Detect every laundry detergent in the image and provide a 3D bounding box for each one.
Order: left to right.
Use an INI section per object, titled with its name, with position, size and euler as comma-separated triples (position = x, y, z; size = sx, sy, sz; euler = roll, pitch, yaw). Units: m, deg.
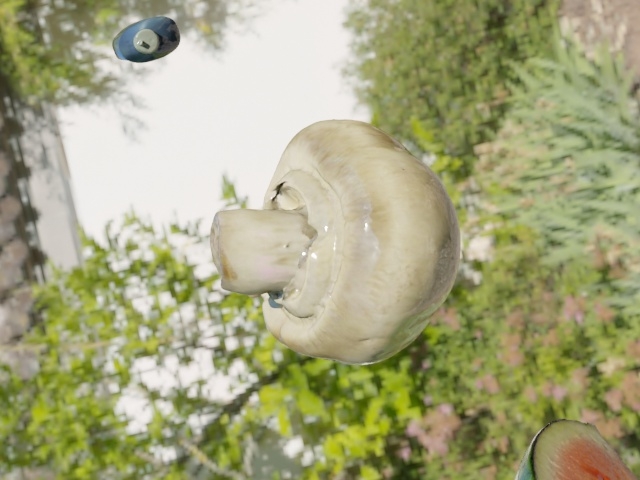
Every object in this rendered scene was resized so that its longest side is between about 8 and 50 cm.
[laundry detergent]
position = -0.253, -0.290, 1.720
size = 0.206, 0.096, 0.061
euler = -137, 32, -76

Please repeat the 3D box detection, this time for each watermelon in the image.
[watermelon]
position = 0.230, 0.302, 1.013
size = 0.128, 0.159, 0.303
euler = -57, 43, 29

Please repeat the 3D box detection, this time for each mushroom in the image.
[mushroom]
position = 0.000, 0.000, 1.166
size = 0.260, 0.234, 0.254
euler = -42, 50, 50
